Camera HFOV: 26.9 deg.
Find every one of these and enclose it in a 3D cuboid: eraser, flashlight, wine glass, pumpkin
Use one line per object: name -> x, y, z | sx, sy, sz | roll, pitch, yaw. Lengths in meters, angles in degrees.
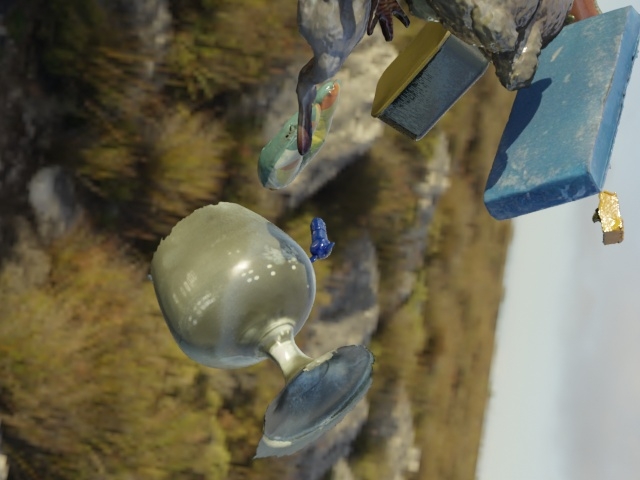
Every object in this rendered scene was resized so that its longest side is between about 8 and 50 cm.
eraser -> 0.289, -0.156, 1.575 | 0.042, 0.144, 0.312 | 50, 44, -28
flashlight -> 0.000, 0.000, 2.279 | 0.035, 0.057, 0.121 | 46, 17, -24
wine glass -> -0.091, 0.112, 1.886 | 0.323, 0.238, 0.238 | 51, -19, 30
pumpkin -> 0.500, -0.040, 2.329 | 0.074, 0.054, 0.083 | 57, 30, -63

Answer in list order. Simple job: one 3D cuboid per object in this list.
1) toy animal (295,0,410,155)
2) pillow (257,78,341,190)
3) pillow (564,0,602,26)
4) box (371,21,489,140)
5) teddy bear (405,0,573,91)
toy animal -> 0.018, -0.265, 1.601 | 0.324, 0.090, 0.195 | 132, -40, -55
pillow -> -0.043, -0.197, 2.518 | 0.214, 0.086, 0.233 | -58, 176, 33
pillow -> 0.376, -0.403, 2.243 | 0.075, 0.179, 0.171 | -46, 119, -46
box -> 0.176, -0.262, 2.082 | 0.201, 0.090, 0.144 | -47, -163, 32
teddy bear -> 0.182, -0.274, 1.422 | 0.267, 0.151, 0.236 | -16, 84, -60
